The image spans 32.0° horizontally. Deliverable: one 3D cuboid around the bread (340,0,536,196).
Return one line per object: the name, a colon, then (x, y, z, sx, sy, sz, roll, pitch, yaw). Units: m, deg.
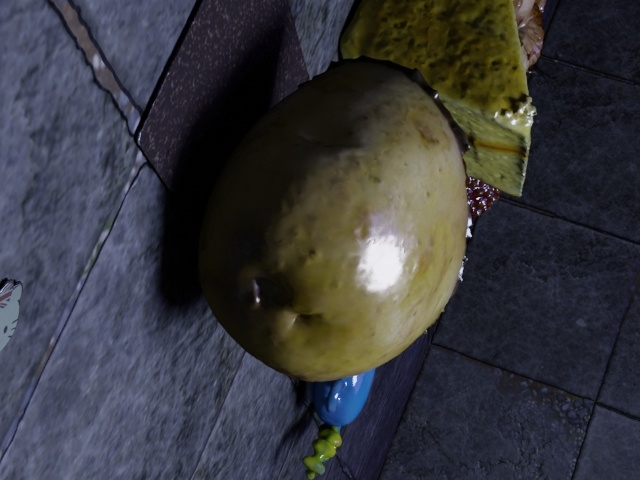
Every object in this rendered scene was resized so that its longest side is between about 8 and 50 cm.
bread: (0.193, -0.284, 1.304, 0.362, 0.244, 0.233, -64, 166, -13)

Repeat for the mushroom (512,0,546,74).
mushroom: (0.267, -0.367, 1.680, 0.297, 0.163, 0.278, 84, 20, -64)

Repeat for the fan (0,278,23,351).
fan: (-0.195, 0.064, 0.662, 0.056, 0.004, 0.083, -50, 156, -60)

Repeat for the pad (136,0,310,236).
pad: (-0.069, -0.114, 0.943, 0.330, 0.004, 0.220, 72, 39, -70)

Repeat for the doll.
doll: (0.041, 0.160, 1.683, 0.341, 0.098, 0.346, -74, -176, -71)

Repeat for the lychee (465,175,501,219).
lychee: (0.204, -0.115, 1.745, 0.188, 0.188, 0.188, 19, 90, -78)

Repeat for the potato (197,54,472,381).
potato: (0.000, 0.000, 0.944, 0.242, 0.242, 0.285, -52, 165, -56)
